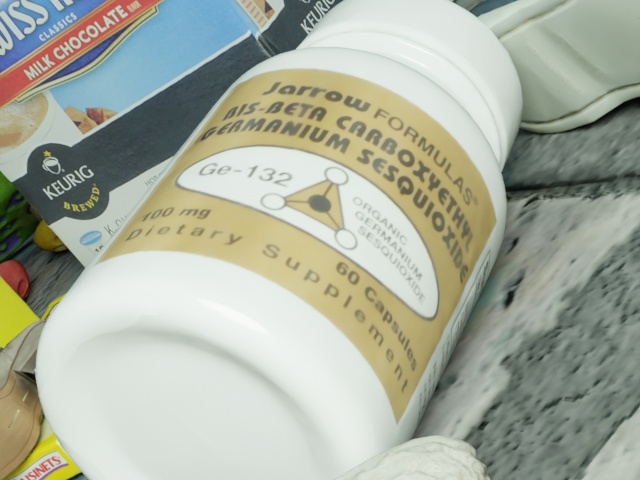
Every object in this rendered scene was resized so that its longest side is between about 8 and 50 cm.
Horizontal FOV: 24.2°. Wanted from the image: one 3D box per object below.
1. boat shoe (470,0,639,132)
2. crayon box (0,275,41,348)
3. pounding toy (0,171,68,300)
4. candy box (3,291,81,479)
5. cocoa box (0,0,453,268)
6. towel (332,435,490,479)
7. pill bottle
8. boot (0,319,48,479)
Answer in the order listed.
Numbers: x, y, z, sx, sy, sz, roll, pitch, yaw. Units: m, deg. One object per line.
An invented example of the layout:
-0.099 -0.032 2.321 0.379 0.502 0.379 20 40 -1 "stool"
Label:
0.145 -0.103 0.618 0.079 0.095 0.254 -57 14 -17 "boat shoe"
-0.355 0.093 0.930 0.318 0.202 0.081 -47 20 -27 "crayon box"
-0.228 -0.009 1.128 0.183 0.110 0.237 -47 -11 7 "pounding toy"
-0.144 0.077 0.838 0.105 0.027 0.206 -28 22 25 "candy box"
-0.069 -0.182 0.984 0.231 0.228 0.347 -25 23 36 "cocoa box"
-0.057 0.178 0.408 0.282 0.049 0.187 -35 20 9 "towel"
0.000 0.000 0.580 0.131 0.131 0.229 -23 24 39 "pill bottle"
-0.169 0.088 0.764 0.118 0.042 0.087 -46 15 -22 "boot"
